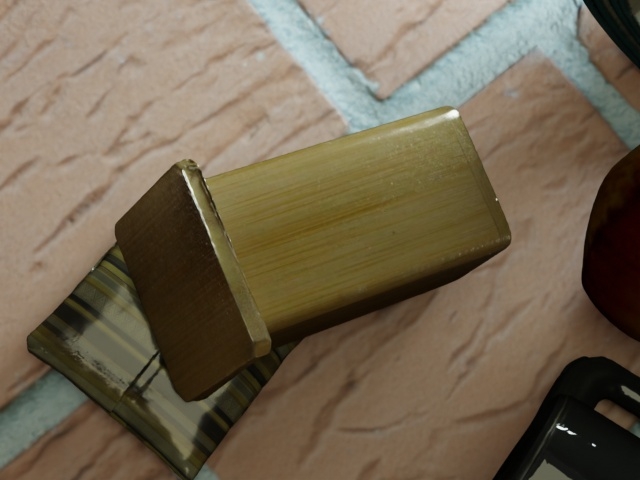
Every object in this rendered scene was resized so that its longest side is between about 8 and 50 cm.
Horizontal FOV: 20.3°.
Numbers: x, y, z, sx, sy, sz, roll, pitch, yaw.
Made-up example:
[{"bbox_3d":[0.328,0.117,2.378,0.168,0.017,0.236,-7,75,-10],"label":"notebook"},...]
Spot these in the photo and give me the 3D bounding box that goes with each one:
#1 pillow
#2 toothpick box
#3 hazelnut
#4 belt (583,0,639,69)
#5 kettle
[{"bbox_3d":[-0.140,0.087,1.718,0.208,0.052,0.212,39,72,2],"label":"pillow"},{"bbox_3d":[0.000,0.000,1.665,0.308,0.190,0.187,-19,79,-28],"label":"toothpick box"},{"bbox_3d":[0.367,-0.005,1.697,0.217,0.217,0.251,28,110,0],"label":"hazelnut"},{"bbox_3d":[0.454,-0.201,1.721,0.436,0.300,0.173,41,79,0],"label":"belt"},{"bbox_3d":[0.319,0.270,1.663,0.308,0.203,0.262,34,79,4],"label":"kettle"}]
